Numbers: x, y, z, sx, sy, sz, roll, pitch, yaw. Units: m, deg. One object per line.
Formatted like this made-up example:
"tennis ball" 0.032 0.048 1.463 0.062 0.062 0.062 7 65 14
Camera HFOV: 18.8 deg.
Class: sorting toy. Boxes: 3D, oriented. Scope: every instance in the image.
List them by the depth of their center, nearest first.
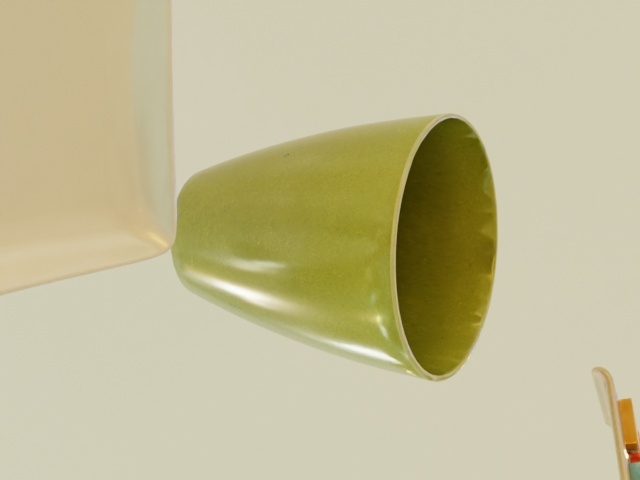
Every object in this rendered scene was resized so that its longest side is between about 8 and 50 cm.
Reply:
"sorting toy" 0.356 0.266 2.208 0.038 0.208 0.193 -14 -28 8

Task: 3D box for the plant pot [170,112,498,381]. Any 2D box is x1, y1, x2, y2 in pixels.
"plant pot" 0.000 0.000 2.036 0.293 0.275 0.275 3 -32 26

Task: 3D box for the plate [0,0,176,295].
"plate" -0.230 -0.092 1.334 0.278 0.045 0.277 -15 -61 -29
